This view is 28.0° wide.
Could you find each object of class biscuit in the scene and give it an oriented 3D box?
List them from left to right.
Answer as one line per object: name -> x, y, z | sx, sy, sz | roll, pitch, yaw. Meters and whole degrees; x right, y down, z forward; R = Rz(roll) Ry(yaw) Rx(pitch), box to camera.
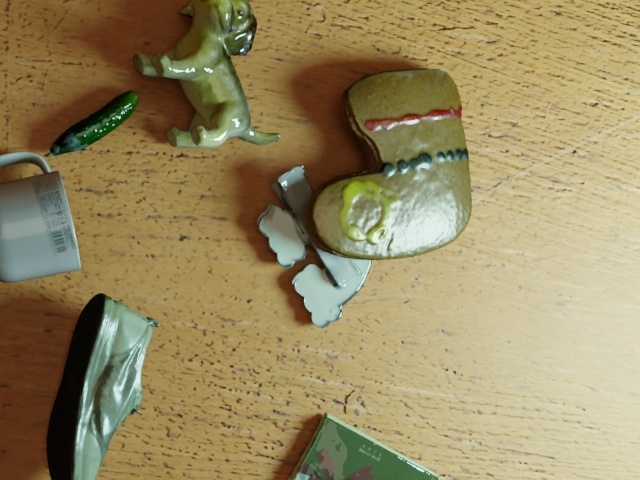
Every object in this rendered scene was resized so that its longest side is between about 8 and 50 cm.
biscuit -> 0.098, -0.111, 1.822 | 0.262, 0.052, 0.277 | -2, 87, -27

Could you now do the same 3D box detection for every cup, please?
cup -> -0.401, -0.032, 1.674 | 0.142, 0.134, 0.173 | -12, 91, -13

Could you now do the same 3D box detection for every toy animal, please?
toy animal -> -0.156, -0.234, 1.762 | 0.169, 0.121, 0.233 | -14, 93, -26

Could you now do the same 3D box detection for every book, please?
book -> 0.022, 0.413, 1.810 | 0.201, 0.026, 0.289 | 30, 79, -12

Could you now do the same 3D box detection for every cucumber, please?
cucumber -> -0.309, -0.154, 1.755 | 0.155, 0.037, 0.037 | -36, 96, -13

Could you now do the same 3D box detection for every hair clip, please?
hair clip -> 0.000, 0.000, 1.819 | 0.140, 0.054, 0.220 | -33, 98, -18

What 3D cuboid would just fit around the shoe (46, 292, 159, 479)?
shoe -> -0.290, 0.212, 1.707 | 0.098, 0.103, 0.274 | 17, 84, -26
